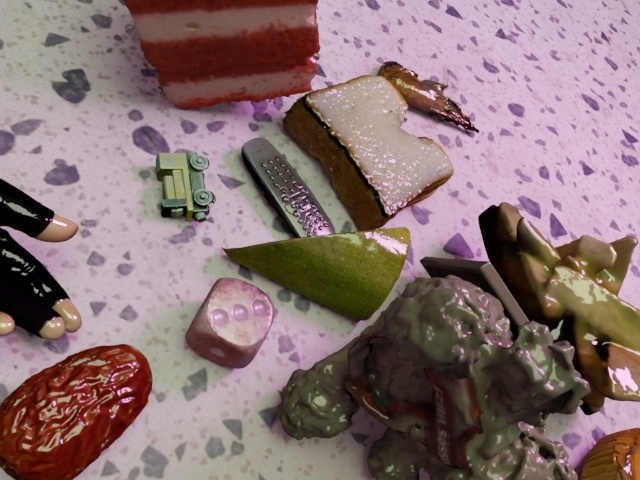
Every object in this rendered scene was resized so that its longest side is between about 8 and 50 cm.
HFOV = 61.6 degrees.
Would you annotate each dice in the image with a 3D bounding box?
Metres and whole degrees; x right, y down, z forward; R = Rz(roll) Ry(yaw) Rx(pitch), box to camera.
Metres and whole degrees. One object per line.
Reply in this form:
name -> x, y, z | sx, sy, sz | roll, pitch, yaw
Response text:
dice -> -0.120, 0.111, 0.720 | 0.093, 0.094, 0.091 | 30, 52, -10

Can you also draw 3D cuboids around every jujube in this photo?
jujube -> -0.270, 0.187, 0.599 | 0.176, 0.109, 0.112 | -41, 122, -45

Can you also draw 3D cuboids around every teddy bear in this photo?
teddy bear -> 0.170, 0.232, 0.646 | 0.367, 0.357, 0.224 | 52, 42, 7

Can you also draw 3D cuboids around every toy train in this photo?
toy train -> -0.206, -0.084, 0.818 | 0.081, 0.050, 0.122 | -2, 64, -23

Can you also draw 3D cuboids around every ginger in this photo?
ginger -> 0.438, 0.100, 0.860 | 0.358, 0.211, 0.413 | 43, 27, -40

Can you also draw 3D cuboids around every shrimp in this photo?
shrimp -> 0.250, -0.326, 1.181 | 0.262, 0.066, 0.117 | 22, 55, -17

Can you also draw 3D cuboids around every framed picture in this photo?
framed picture -> 0.245, 0.116, 0.788 | 0.016, 0.289, 0.213 | -34, 91, -4

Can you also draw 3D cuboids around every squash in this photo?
squash -> 0.000, 0.000, 0.812 | 0.252, 0.093, 0.169 | 27, 79, -12

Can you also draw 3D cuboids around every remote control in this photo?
remote control -> -0.056, -0.077, 0.894 | 0.072, 0.042, 0.222 | -30, 80, -34

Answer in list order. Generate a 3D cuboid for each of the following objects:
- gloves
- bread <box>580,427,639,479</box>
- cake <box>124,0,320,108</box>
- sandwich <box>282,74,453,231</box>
gloves -> -0.400, 0.009, 0.603 | 0.301, 0.152, 0.197 | 41, 73, -8
bread -> 0.503, 0.405, 0.855 | 0.199, 0.104, 0.199 | 21, 51, -27
cake -> -0.143, -0.397, 0.829 | 0.270, 0.319, 0.269 | -6, 68, -3
sandwich -> 0.100, -0.176, 0.998 | 0.249, 0.095, 0.273 | -30, 80, -36
